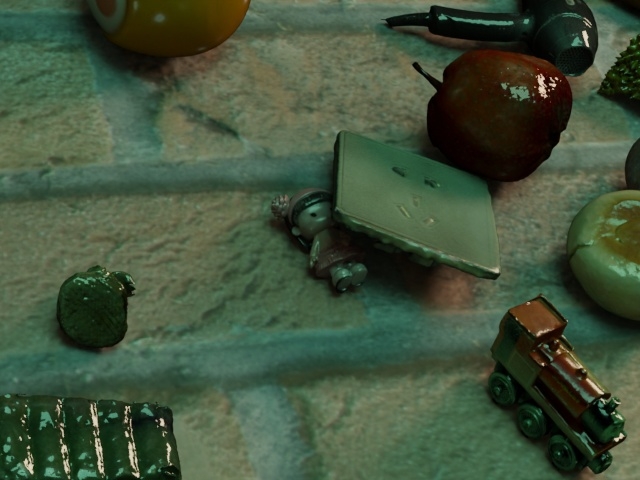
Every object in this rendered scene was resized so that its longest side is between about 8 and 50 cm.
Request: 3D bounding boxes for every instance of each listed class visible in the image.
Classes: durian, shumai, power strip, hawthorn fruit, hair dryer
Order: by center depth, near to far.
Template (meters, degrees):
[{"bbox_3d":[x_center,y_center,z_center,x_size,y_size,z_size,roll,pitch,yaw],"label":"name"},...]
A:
[{"bbox_3d":[-0.227,0.058,1.679,0.083,0.082,0.080,40,2,-23],"label":"shumai"},{"bbox_3d":[0.098,-0.024,1.859,0.198,0.064,0.213,21,30,-10],"label":"power strip"},{"bbox_3d":[0.190,-0.156,1.957,0.194,0.157,0.157,27,46,6],"label":"hawthorn fruit"},{"bbox_3d":[0.465,-0.220,2.142,0.187,0.119,0.108,-15,52,-32],"label":"durian"},{"bbox_3d":[0.210,-0.298,2.150,0.272,0.091,0.235,2,40,-14],"label":"hair dryer"}]

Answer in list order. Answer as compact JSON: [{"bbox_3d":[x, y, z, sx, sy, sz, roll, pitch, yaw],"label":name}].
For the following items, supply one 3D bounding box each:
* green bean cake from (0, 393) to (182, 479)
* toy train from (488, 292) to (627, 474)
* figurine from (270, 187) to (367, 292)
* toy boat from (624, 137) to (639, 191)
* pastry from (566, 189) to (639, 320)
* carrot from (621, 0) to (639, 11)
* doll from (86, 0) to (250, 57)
[{"bbox_3d":[-0.220,0.220,1.450,0.181,0.173,0.094,4,47,-21],"label":"green bean cake"},{"bbox_3d":[0.243,0.153,1.722,0.074,0.118,0.176,-24,59,-32],"label":"toy train"},{"bbox_3d":[0.000,0.000,1.820,0.072,0.054,0.129,-21,66,-17],"label":"figurine"},{"bbox_3d":[0.453,-0.034,2.012,0.227,0.085,0.155,47,58,7],"label":"toy boat"},{"bbox_3d":[0.352,0.018,1.901,0.156,0.092,0.156,6,48,-7],"label":"pastry"},{"bbox_3d":[0.425,-0.351,2.285,0.314,0.066,0.066,30,46,8],"label":"carrot"},{"bbox_3d":[-0.164,-0.330,1.923,0.213,0.236,0.213,15,45,-16],"label":"doll"}]
